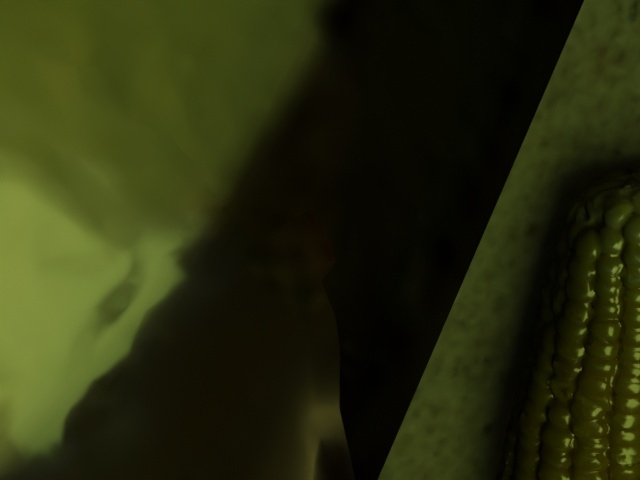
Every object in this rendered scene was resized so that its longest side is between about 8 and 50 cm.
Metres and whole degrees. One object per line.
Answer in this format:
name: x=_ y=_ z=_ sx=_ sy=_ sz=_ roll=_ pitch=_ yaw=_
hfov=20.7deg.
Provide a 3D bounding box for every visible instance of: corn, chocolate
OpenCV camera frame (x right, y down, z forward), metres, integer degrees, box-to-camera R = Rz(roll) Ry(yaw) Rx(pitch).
corn: x=0.117 y=0.122 z=0.755 sx=0.097 sy=0.097 sz=0.320 roll=1 pitch=110 yaw=-16
chocolate: x=-0.140 y=-0.064 z=0.478 sx=0.297 sy=0.326 sz=0.314 roll=46 pitch=52 yaw=-28
